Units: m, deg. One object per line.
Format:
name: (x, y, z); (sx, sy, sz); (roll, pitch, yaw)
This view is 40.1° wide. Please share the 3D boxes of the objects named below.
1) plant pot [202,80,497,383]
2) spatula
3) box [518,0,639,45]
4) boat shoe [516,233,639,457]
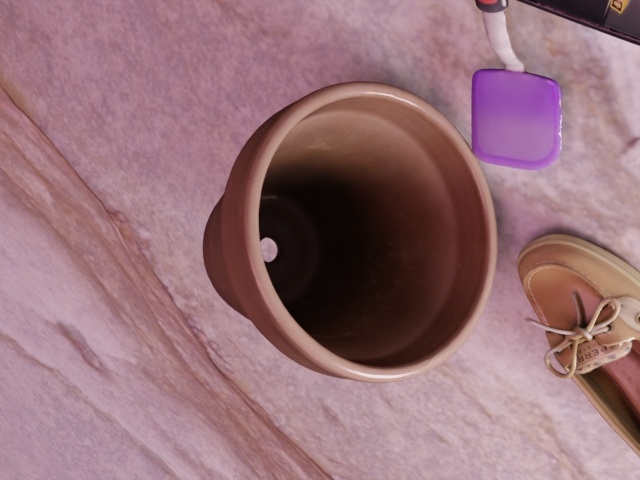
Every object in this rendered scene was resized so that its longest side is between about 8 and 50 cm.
plant pot: (0.000, 0.000, 0.843); (0.263, 0.263, 0.229); (58, 153, -12)
spatula: (0.141, -0.167, 0.683); (0.084, 0.030, 0.296); (15, 148, 30)
box: (0.199, -0.269, 0.617); (0.175, 0.051, 0.220); (27, 133, 18)
boat shoe: (0.282, 0.116, 0.800); (0.285, 0.089, 0.104); (47, 136, 0)
